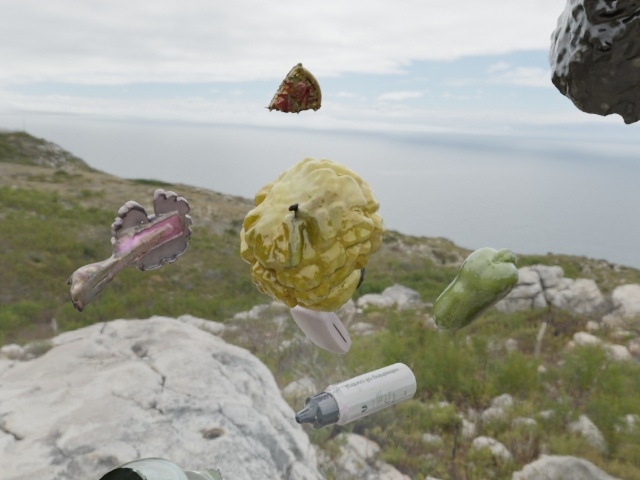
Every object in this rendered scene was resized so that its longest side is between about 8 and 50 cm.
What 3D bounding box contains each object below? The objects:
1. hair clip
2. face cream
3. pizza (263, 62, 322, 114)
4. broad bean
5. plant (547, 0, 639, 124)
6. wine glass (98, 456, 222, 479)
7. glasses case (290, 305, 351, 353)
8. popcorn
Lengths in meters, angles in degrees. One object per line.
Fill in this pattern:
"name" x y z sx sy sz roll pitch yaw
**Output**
"hair clip" -0.378 0.021 1.073 0.069 0.172 0.300 21 45 27
"face cream" 0.076 0.355 1.225 0.312 0.092 0.092 -9 17 -34
"pizza" -0.029 -0.243 0.929 0.099 0.100 0.029 15 40 -44
"broad bean" 0.257 0.079 0.907 0.125 0.174 0.082 -11 58 -37
"plant" 0.365 -0.262 0.606 0.204 0.233 0.178 10 51 6
"wine glass" -0.391 0.640 1.305 0.238 0.237 0.323 7 -20 20
"glasses case" 0.005 0.242 1.512 0.113 0.075 0.296 15 -24 26
"popcorn" 0.000 0.000 1.260 0.349 0.348 0.382 15 -17 43
